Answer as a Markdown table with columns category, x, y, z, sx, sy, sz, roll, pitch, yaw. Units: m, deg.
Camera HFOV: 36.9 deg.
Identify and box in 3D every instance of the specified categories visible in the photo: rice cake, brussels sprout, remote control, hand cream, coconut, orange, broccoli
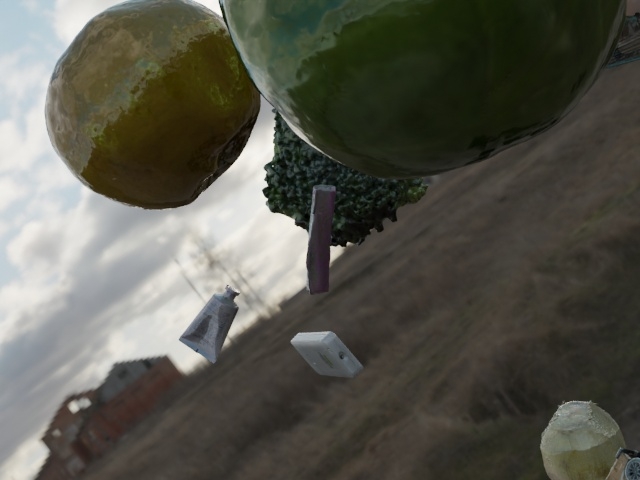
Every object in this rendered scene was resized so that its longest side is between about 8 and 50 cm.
| category | x | y | z | sx | sy | sz | roll | pitch | yaw |
| --- | --- | --- | --- | --- | --- | --- | --- | --- | --- |
| rice cake | 0.000 | 0.000 | 1.705 | 0.036 | 0.047 | 0.207 | -96 | 10 | -69 |
| brussels sprout | 0.084 | -0.211 | 0.747 | 0.289 | 0.281 | 0.355 | -25 | 41 | 18 |
| remote control | 0.009 | 0.231 | 1.942 | 0.034 | 0.103 | 0.250 | -43 | 6 | -16 |
| hand cream | -0.197 | 0.148 | 1.791 | 0.142 | 0.084 | 0.053 | -60 | -12 | 9 |
| coconut | 0.566 | 0.456 | 2.060 | 0.194 | 0.194 | 0.194 | -38 | -3 | -2 |
| orange | -0.204 | -0.168 | 1.208 | 0.279 | 0.235 | 0.279 | -42 | -9 | -8 |
| broccoli | 0.024 | -0.156 | 1.938 | 0.293 | 0.348 | 0.281 | -31 | -6 | 12 |

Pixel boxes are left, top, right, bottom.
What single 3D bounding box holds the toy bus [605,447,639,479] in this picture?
| category | x | y | z | sx | sy | sz | roll | pitch | yaw |
| --- | --- | --- | --- | --- | --- | --- | --- | --- | --- |
| toy bus | 0.603 | 0.499 | 1.643 | 0.167 | 0.138 | 0.275 | -66 | 26 | 14 |

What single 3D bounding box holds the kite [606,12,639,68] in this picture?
| category | x | y | z | sx | sy | sz | roll | pitch | yaw |
| --- | --- | --- | --- | --- | --- | --- | --- | --- | --- |
| kite | 0.295 | -0.334 | 1.320 | 0.014 | 0.406 | 0.368 | -41 | -24 | -39 |
